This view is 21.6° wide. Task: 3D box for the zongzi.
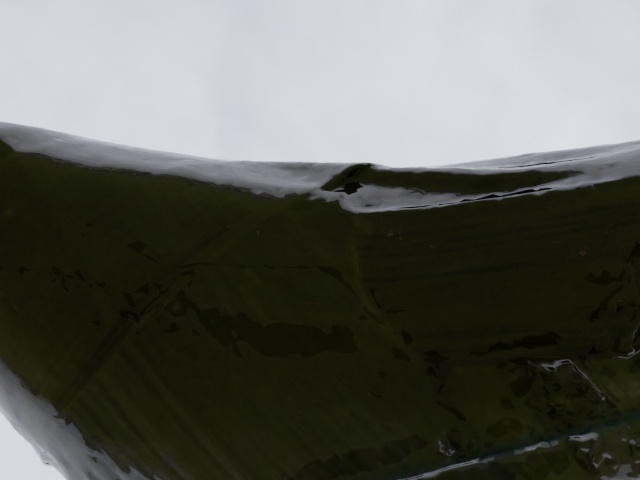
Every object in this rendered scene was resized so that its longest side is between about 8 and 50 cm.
[{"bbox_3d":[0.000,0.000,0.618,0.323,0.160,0.360,-34,-74,27],"label":"zongzi"}]
